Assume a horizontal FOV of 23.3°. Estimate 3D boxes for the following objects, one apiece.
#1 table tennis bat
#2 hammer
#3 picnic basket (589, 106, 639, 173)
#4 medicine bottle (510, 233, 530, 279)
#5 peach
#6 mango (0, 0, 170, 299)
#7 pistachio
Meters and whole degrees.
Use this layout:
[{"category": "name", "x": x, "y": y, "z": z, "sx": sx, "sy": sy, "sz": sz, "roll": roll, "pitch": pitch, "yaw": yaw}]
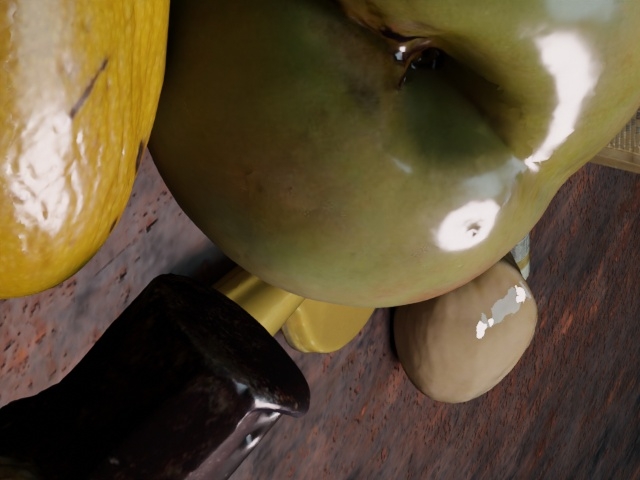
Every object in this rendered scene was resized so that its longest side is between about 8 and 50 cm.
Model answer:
[{"category": "table tennis bat", "x": 0.000, "y": 0.000, "z": 1.004, "sx": 0.321, "sy": 0.050, "sz": 0.198, "roll": -43, "pitch": 142, "yaw": -56}, {"category": "hammer", "x": -0.193, "y": 0.095, "z": 0.548, "sx": 0.242, "sy": 0.095, "sz": 0.409, "roll": -50, "pitch": 148, "yaw": 14}, {"category": "picnic basket", "x": 0.333, "y": -0.189, "z": 1.474, "sx": 0.267, "sy": 0.165, "sz": 0.139, "roll": -55, "pitch": 150, "yaw": -36}, {"category": "medicine bottle", "x": 0.162, "y": -0.001, "z": 1.372, "sx": 0.047, "sy": 0.047, "sz": 0.083, "roll": -56, "pitch": 152, "yaw": -35}, {"category": "peach", "x": 0.037, "y": -0.116, "z": 0.735, "sx": 0.292, "sy": 0.247, "sz": 0.292, "roll": -162, "pitch": -90, "yaw": -84}, {"category": "mango", "x": -0.117, "y": -0.099, "z": 0.588, "sx": 0.157, "sy": 0.109, "sz": 0.262, "roll": -39, "pitch": 140, "yaw": -52}, {"category": "pistachio", "x": 0.115, "y": 0.066, "z": 1.233, "sx": 0.113, "sy": 0.113, "sz": 0.149, "roll": -52, "pitch": 155, "yaw": -39}]
